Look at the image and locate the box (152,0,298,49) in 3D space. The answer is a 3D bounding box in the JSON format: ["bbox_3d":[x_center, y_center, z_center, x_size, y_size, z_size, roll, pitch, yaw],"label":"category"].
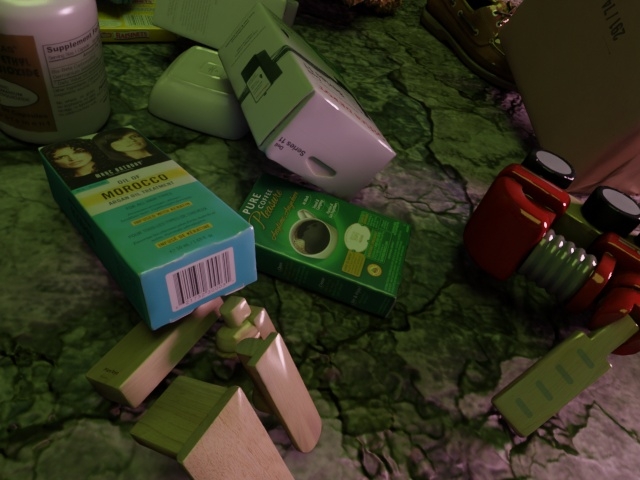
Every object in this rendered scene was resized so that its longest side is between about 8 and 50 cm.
[{"bbox_3d":[-0.131,-0.328,0.721,0.170,0.091,0.130,20,24,-3],"label":"box"}]

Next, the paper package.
[{"bbox_3d":[0.429,-0.264,0.673,0.168,0.309,0.325,3,62,-21],"label":"paper package"}]

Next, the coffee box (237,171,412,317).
[{"bbox_3d":[0.000,0.000,0.537,0.184,0.041,0.113,19,47,2],"label":"coffee box"}]

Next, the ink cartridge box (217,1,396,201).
[{"bbox_3d":[-0.020,-0.163,0.592,0.153,0.087,0.209,25,30,-44],"label":"ink cartridge box"}]

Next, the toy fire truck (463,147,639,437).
[{"bbox_3d":[0.233,0.046,0.507,0.217,0.159,0.246,37,40,17],"label":"toy fire truck"}]

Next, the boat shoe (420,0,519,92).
[{"bbox_3d":[0.305,-0.384,0.912,0.110,0.105,0.307,-25,61,-34],"label":"boat shoe"}]

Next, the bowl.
[{"bbox_3d":[-0.145,-0.208,0.673,0.141,0.053,0.142,18,46,0],"label":"bowl"}]

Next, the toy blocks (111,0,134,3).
[{"bbox_3d":[-0.361,-0.443,0.727,0.260,0.191,0.381,25,28,0],"label":"toy blocks"}]

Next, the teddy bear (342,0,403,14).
[{"bbox_3d":[0.098,-0.548,0.930,0.113,0.246,0.338,4,14,28],"label":"teddy bear"}]

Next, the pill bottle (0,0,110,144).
[{"bbox_3d":[-0.303,-0.228,0.526,0.131,0.229,0.131,7,48,-8],"label":"pill bottle"}]

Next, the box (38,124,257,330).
[{"bbox_3d":[-0.166,-0.028,0.462,0.100,0.060,0.244,-26,45,-32],"label":"box"}]

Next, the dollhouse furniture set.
[{"bbox_3d":[-0.085,0.133,0.407,0.151,0.123,0.144,2,37,36],"label":"dollhouse furniture set"}]

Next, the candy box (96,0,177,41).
[{"bbox_3d":[-0.329,-0.333,0.749,0.205,0.027,0.105,-10,50,-23],"label":"candy box"}]
